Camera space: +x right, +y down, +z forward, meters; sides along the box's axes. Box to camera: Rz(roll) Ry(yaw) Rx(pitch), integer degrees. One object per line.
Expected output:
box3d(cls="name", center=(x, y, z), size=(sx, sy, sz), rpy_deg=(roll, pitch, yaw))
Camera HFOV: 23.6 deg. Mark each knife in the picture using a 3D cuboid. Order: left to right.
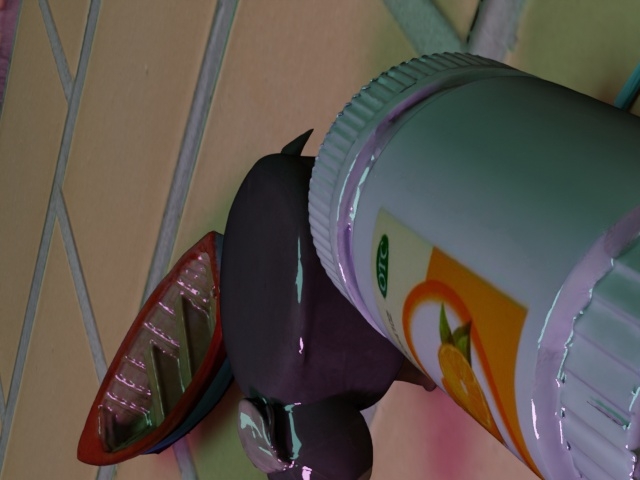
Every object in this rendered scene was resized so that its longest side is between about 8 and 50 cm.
box3d(cls="knife", center=(0.171, -0.097, 0.773), size=(0.091, 0.005, 0.014), rpy_deg=(116, 151, -42))

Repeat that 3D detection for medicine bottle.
box3d(cls="medicine bottle", center=(0.117, 0.019, 0.682), size=(0.318, 0.158, 0.158), rpy_deg=(-141, 58, -65))

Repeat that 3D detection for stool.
box3d(cls="stool", center=(0.014, 0.050, 0.959), size=(0.153, 0.139, 0.228), rpy_deg=(-150, 65, -67))

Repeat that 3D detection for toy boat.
box3d(cls="toy boat", center=(-0.138, 0.122, 1.405), size=(0.392, 0.079, 0.136), rpy_deg=(127, 139, -52))
